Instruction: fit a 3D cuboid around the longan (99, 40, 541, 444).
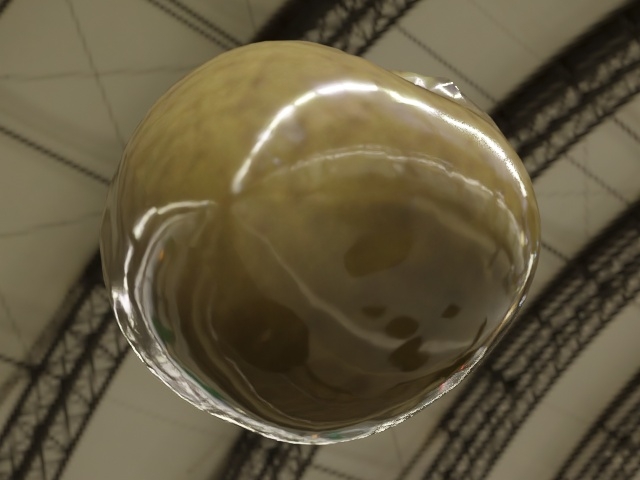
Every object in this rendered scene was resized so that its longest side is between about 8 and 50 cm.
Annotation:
[{"bbox_3d":[0.000,0.000,1.075,0.319,0.319,0.319,-10,-32,-7],"label":"longan"}]
